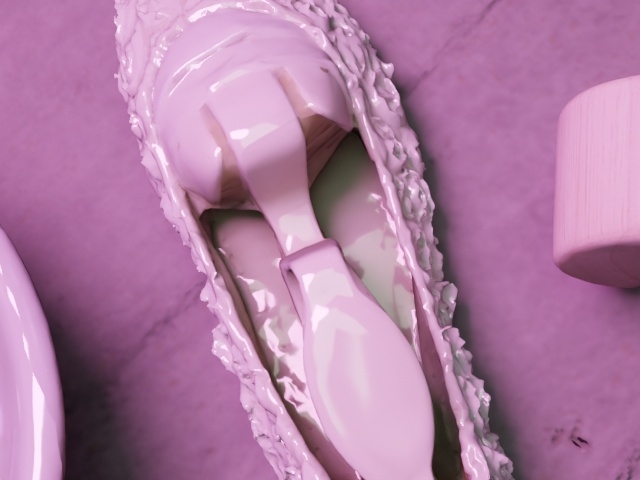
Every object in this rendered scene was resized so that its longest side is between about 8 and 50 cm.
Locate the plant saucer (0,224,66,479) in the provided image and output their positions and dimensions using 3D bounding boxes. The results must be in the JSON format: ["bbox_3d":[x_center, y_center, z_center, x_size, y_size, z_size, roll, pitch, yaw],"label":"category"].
[{"bbox_3d":[-0.314,0.114,0.765,0.400,0.100,0.400,0,71,0],"label":"plant saucer"}]

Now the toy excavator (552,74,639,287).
[{"bbox_3d":[0.390,-0.010,0.739,0.433,0.445,0.222,13,74,-32],"label":"toy excavator"}]

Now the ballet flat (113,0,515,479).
[{"bbox_3d":[0.000,0.000,0.816,0.147,0.147,0.409,-24,74,1],"label":"ballet flat"}]
